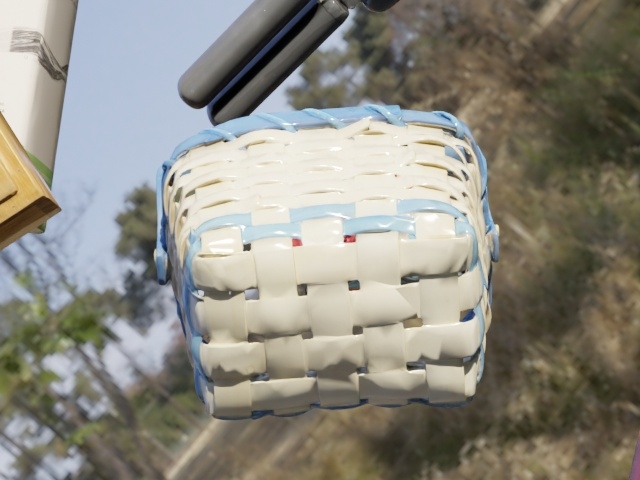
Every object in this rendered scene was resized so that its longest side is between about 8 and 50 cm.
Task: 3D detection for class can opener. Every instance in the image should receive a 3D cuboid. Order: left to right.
[{"bbox_3d":[-0.007,-0.201,1.222,0.283,0.076,0.095,-44,31,13],"label":"can opener"}]

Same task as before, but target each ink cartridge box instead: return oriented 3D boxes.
[{"bbox_3d":[-0.346,-0.156,1.299,0.115,0.199,0.272,66,-149,-78],"label":"ink cartridge box"}]

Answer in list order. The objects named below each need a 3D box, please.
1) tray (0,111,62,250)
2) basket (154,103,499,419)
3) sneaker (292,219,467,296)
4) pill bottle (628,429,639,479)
[{"bbox_3d":[-0.418,-0.144,1.179,0.203,0.411,0.076,-33,-11,-3],"label":"tray"},{"bbox_3d":[0.000,0.000,0.973,0.289,0.255,0.201,-90,-4,-61],"label":"basket"},{"bbox_3d":[0.042,0.035,1.293,0.262,0.125,0.104,-12,57,63],"label":"sneaker"},{"bbox_3d":[0.397,0.366,1.391,0.224,0.224,0.392,104,-178,-75],"label":"pill bottle"}]
